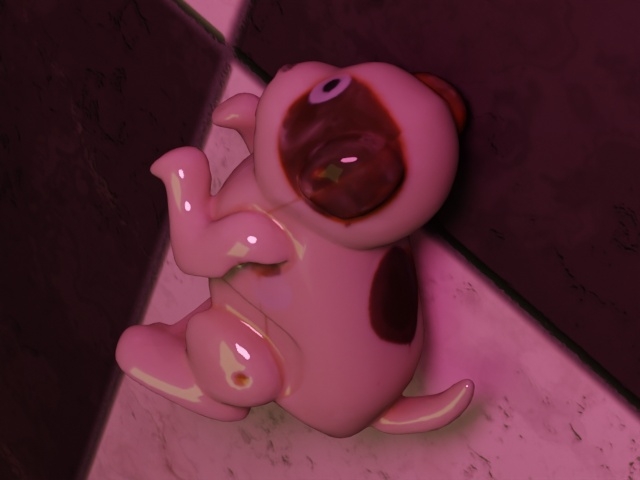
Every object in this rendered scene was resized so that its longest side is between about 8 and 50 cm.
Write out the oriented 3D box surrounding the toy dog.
[{"bbox_3d":[0.000,0.000,1.664,0.395,0.284,0.408,37,131,24],"label":"toy dog"}]
